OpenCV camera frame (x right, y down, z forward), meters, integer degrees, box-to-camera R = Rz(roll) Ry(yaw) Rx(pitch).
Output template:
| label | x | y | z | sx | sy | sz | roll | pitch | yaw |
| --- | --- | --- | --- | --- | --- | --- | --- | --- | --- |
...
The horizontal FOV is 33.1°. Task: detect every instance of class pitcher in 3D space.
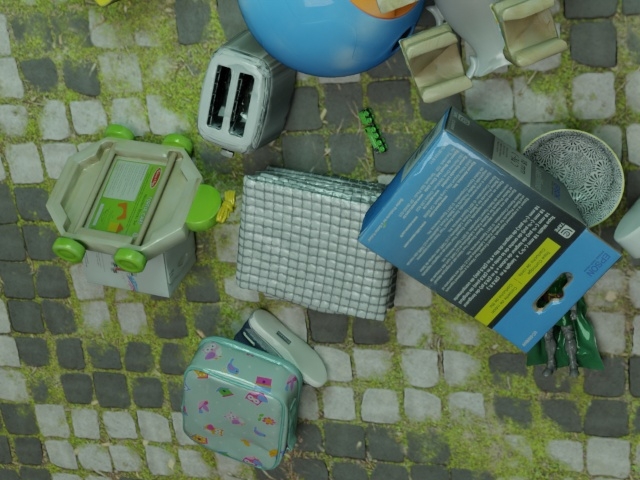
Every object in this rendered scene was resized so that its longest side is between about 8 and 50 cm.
| label | x | y | z | sx | sy | sz | roll | pitch | yaw |
| --- | --- | --- | --- | --- | --- | --- | --- | --- | --- |
| pitcher | 0.223 | -0.344 | 1.642 | 0.177 | 0.125 | 0.207 | -25 | 110 | 6 |

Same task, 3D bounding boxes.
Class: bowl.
| label | x | y | z | sx | sy | sz | roll | pitch | yaw |
| --- | --- | --- | --- | --- | --- | --- | --- | --- | --- |
| bowl | 0.398 | -0.107 | 1.714 | 0.170 | 0.080 | 0.170 | 7 | 114 | 16 |

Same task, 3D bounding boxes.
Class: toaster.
| label | x | y | z | sx | sy | sz | roll | pitch | yaw |
| --- | --- | --- | --- | --- | --- | --- | --- | --- | --- |
| toaster | -0.122 | -0.252 | 1.802 | 0.129 | 0.146 | 0.227 | 21 | 118 | 10 |

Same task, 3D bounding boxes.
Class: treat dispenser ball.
| label | x | y | z | sx | sy | sz | roll | pitch | yaw |
| --- | --- | --- | --- | --- | --- | --- | --- | --- | --- |
| treat dispenser ball | 0.016 | -0.389 | 1.612 | 0.288 | 0.288 | 0.288 | 8 | 115 | 17 |

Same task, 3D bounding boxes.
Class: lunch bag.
| label | x | y | z | sx | sy | sz | roll | pitch | yaw |
| --- | --- | --- | --- | --- | --- | --- | --- | --- | --- |
| lunch bag | -0.145 | 0.311 | 2.040 | 0.224 | 0.108 | 0.279 | 16 | 140 | 7 |

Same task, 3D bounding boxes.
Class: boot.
| label | x | y | z | sx | sy | sz | roll | pitch | yaw |
| --- | --- | --- | --- | --- | --- | --- | --- | --- | --- |
| boot | -0.075 | 0.220 | 2.042 | 0.190 | 0.069 | 0.086 | 45 | 127 | 6 |

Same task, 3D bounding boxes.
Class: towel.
| label | x | y | z | sx | sy | sz | roll | pitch | yaw |
| --- | --- | --- | --- | --- | --- | --- | --- | --- | --- |
| towel | 0.000 | 0.000 | 1.886 | 0.283 | 0.121 | 0.235 | 12 | 117 | 13 |

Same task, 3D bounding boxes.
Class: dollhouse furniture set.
| label | x | y | z | sx | sy | sz | roll | pitch | yaw |
| --- | --- | --- | --- | --- | --- | --- | --- | --- | --- |
| dollhouse furniture set | 0.245 | -0.435 | 1.459 | 0.394 | 0.256 | 0.362 | -20 | 105 | 5 |

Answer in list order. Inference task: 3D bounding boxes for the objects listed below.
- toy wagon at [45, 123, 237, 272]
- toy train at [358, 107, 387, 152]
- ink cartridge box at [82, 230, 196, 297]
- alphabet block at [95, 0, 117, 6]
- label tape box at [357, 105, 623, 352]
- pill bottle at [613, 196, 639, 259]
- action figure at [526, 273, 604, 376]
| label | x | y | z | sx | sy | sz | roll | pitch | yaw |
| --- | --- | --- | --- | --- | --- | --- | --- | --- | --- |
| toy wagon | -0.308 | -0.068 | 1.897 | 0.344 | 0.267 | 0.068 | 10 | 151 | 15 |
| toy train | 0.088 | -0.185 | 1.829 | 0.023 | 0.017 | 0.083 | -15 | 107 | 35 |
| ink cartridge box | -0.335 | 0.008 | 1.991 | 0.176 | 0.128 | 0.127 | 10 | 127 | 15 |
| alphabet block | -0.304 | -0.518 | 1.723 | 0.193 | 0.197 | 0.192 | -37 | 96 | 29 |
| label tape box | 0.264 | -0.013 | 1.691 | 0.333 | 0.106 | 0.241 | 34 | 120 | -7 |
| pill bottle | 0.634 | 0.059 | 1.626 | 0.363 | 0.210 | 0.210 | 42 | 119 | -1 |
| action figure | 0.399 | 0.117 | 1.826 | 0.137 | 0.063 | 0.232 | -3 | 108 | 24 |
